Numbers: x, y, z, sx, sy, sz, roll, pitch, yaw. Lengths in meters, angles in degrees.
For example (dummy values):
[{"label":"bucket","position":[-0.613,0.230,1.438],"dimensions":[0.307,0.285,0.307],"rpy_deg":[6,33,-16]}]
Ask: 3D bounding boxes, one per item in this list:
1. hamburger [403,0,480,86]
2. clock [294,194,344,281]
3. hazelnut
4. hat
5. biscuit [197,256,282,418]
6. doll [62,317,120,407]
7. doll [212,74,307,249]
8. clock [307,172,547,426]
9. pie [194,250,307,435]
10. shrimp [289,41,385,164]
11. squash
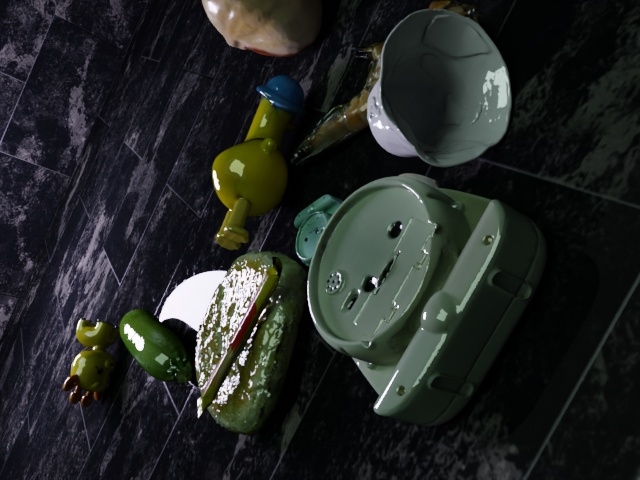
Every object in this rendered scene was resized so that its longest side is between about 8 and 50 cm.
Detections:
[{"label":"hamburger","position":[0.166,-0.279,0.817],"dimensions":[0.176,0.087,0.102],"rpy_deg":[-50,15,43]},{"label":"clock","position":[0.000,0.000,0.911],"dimensions":[0.101,0.041,0.135],"rpy_deg":[-34,47,39]},{"label":"hazelnut","position":[-0.120,-0.500,1.180],"dimensions":[0.241,0.261,0.261],"rpy_deg":[-33,47,41]},{"label":"hat","position":[0.136,-0.181,0.739],"dimensions":[0.126,0.203,0.203],"rpy_deg":[161,125,-71]},{"label":"biscuit","position":[-0.129,0.157,0.894],"dimensions":[0.292,0.026,0.048],"rpy_deg":[-61,13,14]},{"label":"doll","position":[-0.597,0.317,1.473],"dimensions":[0.135,0.143,0.221],"rpy_deg":[0,67,17]},{"label":"doll","position":[-0.122,-0.160,1.084],"dimensions":[0.199,0.145,0.363],"rpy_deg":[-27,42,59]},{"label":"clock","position":[0.091,0.043,0.705],"dimensions":[0.324,0.109,0.265],"rpy_deg":[36,101,55]},{"label":"pie","position":[-0.127,0.166,0.973],"dimensions":[0.323,0.070,0.323],"rpy_deg":[-31,49,44]},{"label":"shrimp","position":[0.038,-0.247,1.001],"dimensions":[0.262,0.051,0.198],"rpy_deg":[-34,39,35]},{"label":"squash","position":[-0.361,0.227,1.228],"dimensions":[0.379,0.101,0.101],"rpy_deg":[18,87,54]}]
